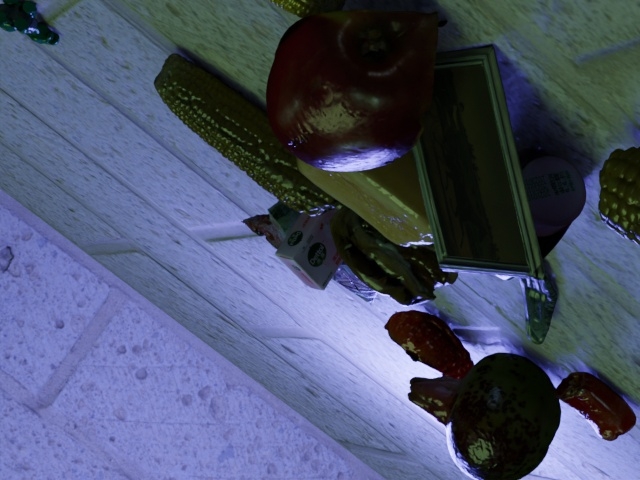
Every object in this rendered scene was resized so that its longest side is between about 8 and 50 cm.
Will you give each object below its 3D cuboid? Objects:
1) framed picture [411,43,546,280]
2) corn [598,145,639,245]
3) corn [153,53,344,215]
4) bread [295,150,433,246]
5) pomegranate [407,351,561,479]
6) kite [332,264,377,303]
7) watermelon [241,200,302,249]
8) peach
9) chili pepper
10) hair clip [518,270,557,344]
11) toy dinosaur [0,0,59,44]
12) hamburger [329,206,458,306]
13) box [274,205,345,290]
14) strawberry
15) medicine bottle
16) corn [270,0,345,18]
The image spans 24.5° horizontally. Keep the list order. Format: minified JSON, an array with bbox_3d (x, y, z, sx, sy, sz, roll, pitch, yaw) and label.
[{"bbox_3d":[0.154,-0.081,1.597,0.197,0.014,0.252,4,111,61],"label":"framed picture"},{"bbox_3d":[0.416,-0.007,1.375,0.363,0.120,0.120,26,163,40],"label":"corn"},{"bbox_3d":[-0.096,-0.142,2.059,0.320,0.097,0.097,37,164,-5],"label":"corn"},{"bbox_3d":[0.075,-0.083,1.862,0.217,0.098,0.147,36,164,-18],"label":"bread"},{"bbox_3d":[0.256,0.273,2.353,0.247,0.214,0.214,19,163,7],"label":"pomegranate"},{"bbox_3d":[0.022,0.035,2.491,0.229,0.012,0.250,9,151,50],"label":"kite"},{"bbox_3d":[-0.037,-0.018,2.309,0.121,0.098,0.158,51,157,-7],"label":"watermelon"},{"bbox_3d":[0.015,-0.154,1.585,0.153,0.159,0.267,8,175,-17],"label":"peach"},{"bbox_3d":[0.420,0.251,2.236,0.123,0.073,0.070,41,-155,-18],"label":"chili pepper"},{"bbox_3d":[0.291,0.074,2.019,0.066,0.036,0.229,21,154,26],"label":"hair clip"},{"bbox_3d":[-0.469,-0.340,2.282,0.132,0.059,0.096,23,169,8],"label":"toy dinosaur"},{"bbox_3d":[0.096,0.023,2.097,0.183,0.130,0.206,39,166,-8],"label":"hamburger"},{"bbox_3d":[0.000,0.000,2.217,0.043,0.125,0.089,14,157,48],"label":"box"},{"bbox_3d":[0.191,0.170,2.461,0.188,0.082,0.121,32,-173,-28],"label":"strawberry"},{"bbox_3d":[0.229,-0.034,1.659,0.094,0.119,0.188,34,165,-2],"label":"medicine bottle"},{"bbox_3d":[-0.063,-0.297,1.557,0.203,0.072,0.072,32,165,0],"label":"corn"}]
